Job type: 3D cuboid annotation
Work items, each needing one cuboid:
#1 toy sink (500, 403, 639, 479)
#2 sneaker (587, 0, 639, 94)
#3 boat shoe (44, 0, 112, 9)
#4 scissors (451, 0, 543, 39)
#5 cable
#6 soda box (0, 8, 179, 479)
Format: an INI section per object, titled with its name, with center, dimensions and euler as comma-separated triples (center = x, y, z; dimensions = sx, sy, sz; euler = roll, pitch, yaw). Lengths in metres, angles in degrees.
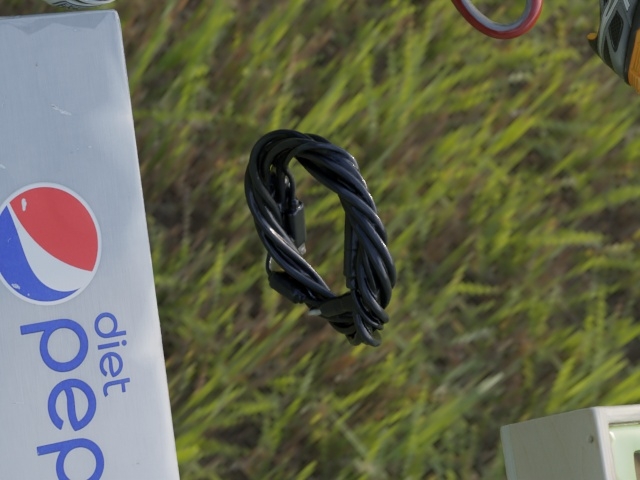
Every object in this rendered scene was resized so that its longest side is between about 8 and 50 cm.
[toy sink]
center = 0.302, 0.233, 1.785
dimensions = 0.234, 0.131, 0.152
euler = 3, 75, -42
[sneaker]
center = 0.270, -0.226, 1.554
dimensions = 0.084, 0.215, 0.083
euler = -10, 33, -40
[boat shoe]
center = -0.174, -0.293, 1.160
dimensions = 0.113, 0.105, 0.306
euler = -24, 99, -43
[scissors]
center = 0.039, -0.234, 1.372
dimensions = 0.297, 0.109, 0.021
euler = 21, 16, 7
[cable]
center = 0.000, 0.000, 1.394
dimensions = 0.047, 0.184, 0.150
euler = -26, 57, -25
[soda box]
center = -0.124, 0.054, 0.778
dimensions = 0.098, 0.091, 0.286
euler = -10, 94, -33
